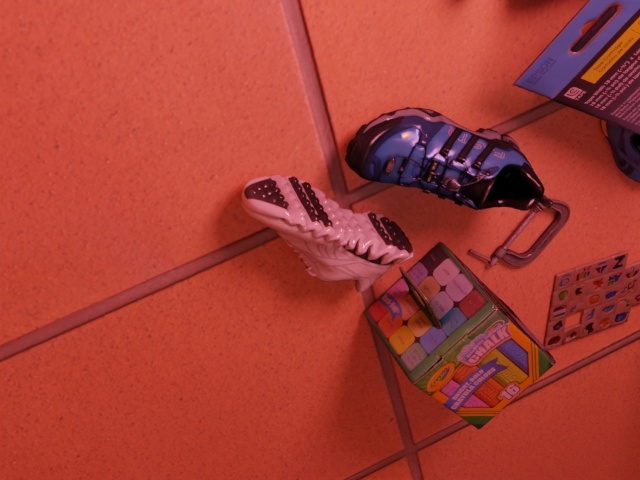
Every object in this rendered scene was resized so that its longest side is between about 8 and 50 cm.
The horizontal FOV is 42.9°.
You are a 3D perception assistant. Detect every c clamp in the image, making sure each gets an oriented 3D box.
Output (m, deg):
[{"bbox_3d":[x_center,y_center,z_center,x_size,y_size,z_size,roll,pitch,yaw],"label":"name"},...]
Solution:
[{"bbox_3d":[0.344,-0.011,1.362,0.137,0.022,0.160,28,109,-39],"label":"c clamp"}]

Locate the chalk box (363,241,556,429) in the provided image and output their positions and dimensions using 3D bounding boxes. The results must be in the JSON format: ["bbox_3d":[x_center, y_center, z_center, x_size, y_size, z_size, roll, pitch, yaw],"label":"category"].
[{"bbox_3d":[0.207,0.144,1.308,0.179,0.180,0.289,-44,130,9],"label":"chalk box"}]

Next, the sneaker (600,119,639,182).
[{"bbox_3d":[0.521,-0.141,1.314,0.069,0.082,0.209,-43,133,6],"label":"sneaker"}]

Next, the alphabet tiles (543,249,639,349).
[{"bbox_3d":[0.540,0.106,1.561,0.237,0.009,0.198,-17,130,-15],"label":"alphabet tiles"}]

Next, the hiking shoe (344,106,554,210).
[{"bbox_3d":[0.184,-0.107,1.132,0.304,0.132,0.113,0,124,-27],"label":"hiking shoe"}]

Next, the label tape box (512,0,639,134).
[{"bbox_3d":[0.452,-0.273,1.101,0.334,0.106,0.240,15,138,-24],"label":"label tape box"}]

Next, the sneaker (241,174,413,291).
[{"bbox_3d":[0.000,0.000,1.148,0.292,0.110,0.118,23,121,-37],"label":"sneaker"}]
